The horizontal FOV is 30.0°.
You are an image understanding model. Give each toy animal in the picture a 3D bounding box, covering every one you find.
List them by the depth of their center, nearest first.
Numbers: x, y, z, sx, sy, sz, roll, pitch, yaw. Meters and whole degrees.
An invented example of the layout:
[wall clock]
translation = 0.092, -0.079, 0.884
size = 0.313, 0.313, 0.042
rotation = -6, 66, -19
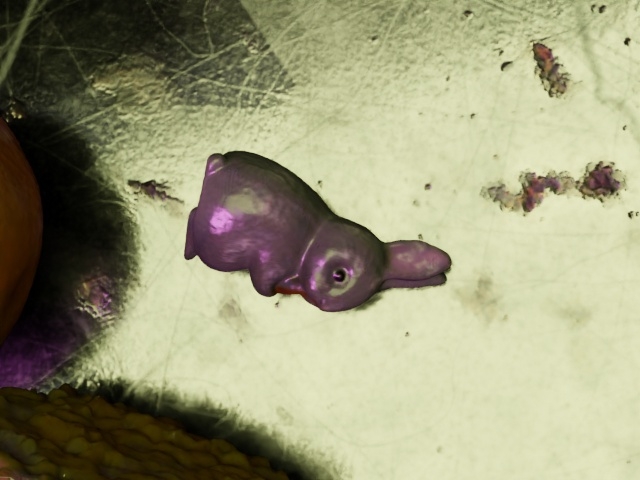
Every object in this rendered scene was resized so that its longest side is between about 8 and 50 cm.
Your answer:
[toy animal]
translation = -0.008, 0.005, 1.063
size = 0.236, 0.138, 0.108
rotation = 23, 56, 12

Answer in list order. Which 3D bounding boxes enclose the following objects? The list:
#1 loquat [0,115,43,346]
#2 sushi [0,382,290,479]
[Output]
[loquat]
translation = -0.399, -0.005, 1.016
size = 0.328, 0.328, 0.329
rotation = 0, 86, 7
[sushi]
translation = -0.218, 0.317, 0.981
size = 0.396, 0.240, 0.352
rotation = 18, 101, 1
